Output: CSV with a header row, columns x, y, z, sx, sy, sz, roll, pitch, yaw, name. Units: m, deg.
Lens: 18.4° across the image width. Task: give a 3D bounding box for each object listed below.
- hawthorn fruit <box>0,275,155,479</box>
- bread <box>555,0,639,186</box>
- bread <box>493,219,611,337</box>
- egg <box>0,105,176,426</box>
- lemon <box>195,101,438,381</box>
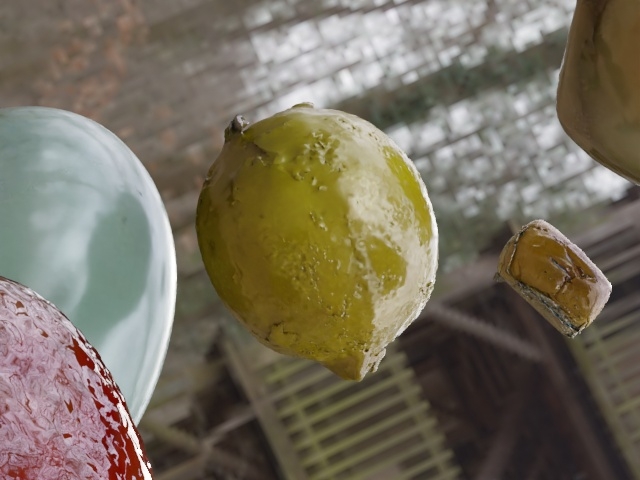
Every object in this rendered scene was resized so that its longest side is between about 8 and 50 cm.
x,y,z,sx,sy,sz,roll,pitch,yaw,name
-0.156,0.133,0.665,0.210,0.230,0.266,47,8,-35,hawthorn fruit
0.406,-0.176,1.653,0.253,0.376,0.348,-52,161,-71,bread
0.217,0.031,1.825,0.106,0.072,0.053,43,-23,-4,bread
-0.263,0.081,1.501,0.276,0.389,0.276,27,3,-2,egg
0.000,0.000,1.413,0.173,0.173,0.206,179,-107,-79,lemon
